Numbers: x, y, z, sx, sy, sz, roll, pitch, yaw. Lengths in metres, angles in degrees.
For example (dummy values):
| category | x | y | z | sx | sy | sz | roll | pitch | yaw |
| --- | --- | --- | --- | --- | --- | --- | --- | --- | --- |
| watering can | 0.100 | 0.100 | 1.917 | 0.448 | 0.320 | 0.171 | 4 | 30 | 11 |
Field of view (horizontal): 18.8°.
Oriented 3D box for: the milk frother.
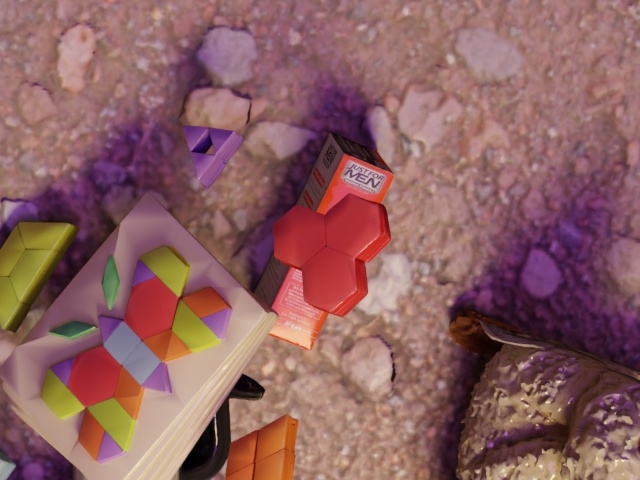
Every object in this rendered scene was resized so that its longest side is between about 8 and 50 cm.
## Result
| category | x | y | z | sx | sy | sz | roll | pitch | yaw |
| --- | --- | --- | --- | --- | --- | --- | --- | --- | --- |
| milk frother | -0.111 | 0.138 | 1.366 | 0.129 | 0.143 | 0.134 | -3 | 104 | -16 |

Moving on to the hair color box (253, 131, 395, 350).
| category | x | y | z | sx | sy | sz | roll | pitch | yaw |
| --- | --- | --- | --- | --- | --- | --- | --- | --- | --- |
| hair color box | 0.000 | 0.000 | 1.381 | 0.043 | 0.072 | 0.141 | 22 | 102 | -14 |

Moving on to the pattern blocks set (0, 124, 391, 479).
| category | x | y | z | sx | sy | sz | roll | pitch | yaw |
| --- | --- | --- | --- | --- | --- | --- | --- | --- | --- |
| pattern blocks set | -0.122 | 0.075 | 1.303 | 0.324 | 0.285 | 0.026 | -63 | 150 | -1 |

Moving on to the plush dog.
| category | x | y | z | sx | sy | sz | roll | pitch | yaw |
| --- | --- | --- | --- | --- | --- | --- | --- | --- | --- |
| plush dog | 0.154 | 0.188 | 1.405 | 0.211 | 0.262 | 0.225 | 21 | 93 | 19 |
